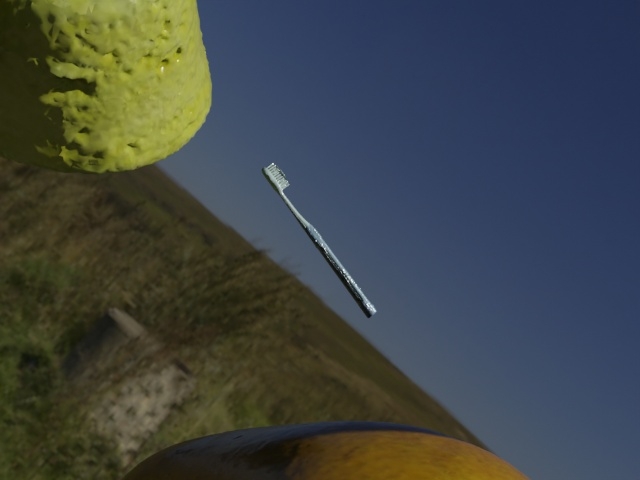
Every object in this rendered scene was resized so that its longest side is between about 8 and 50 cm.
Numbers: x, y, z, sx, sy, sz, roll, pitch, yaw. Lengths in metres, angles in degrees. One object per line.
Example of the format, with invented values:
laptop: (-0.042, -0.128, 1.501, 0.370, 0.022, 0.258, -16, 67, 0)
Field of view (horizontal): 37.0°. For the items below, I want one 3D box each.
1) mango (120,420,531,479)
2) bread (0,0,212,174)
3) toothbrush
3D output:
mango: (0.008, 0.231, 0.654, 0.378, 0.221, 0.263, 4, -19, 41)
bread: (-0.304, -0.279, 1.226, 0.348, 0.348, 0.308, 40, -36, 19)
toothbrush: (0.000, 0.000, 1.138, 0.220, 0.019, 0.016, 54, -19, -1)
